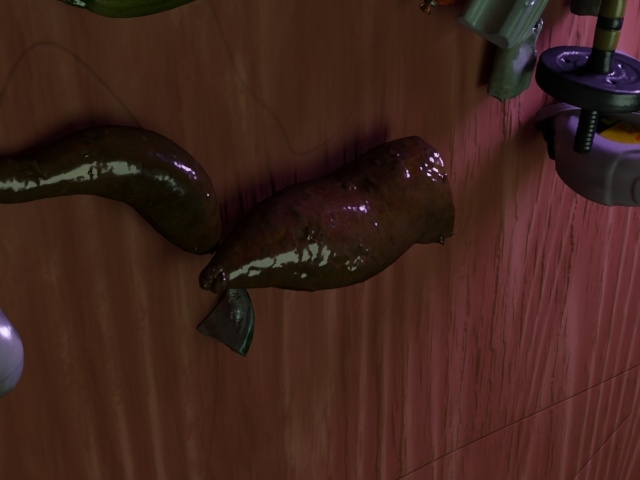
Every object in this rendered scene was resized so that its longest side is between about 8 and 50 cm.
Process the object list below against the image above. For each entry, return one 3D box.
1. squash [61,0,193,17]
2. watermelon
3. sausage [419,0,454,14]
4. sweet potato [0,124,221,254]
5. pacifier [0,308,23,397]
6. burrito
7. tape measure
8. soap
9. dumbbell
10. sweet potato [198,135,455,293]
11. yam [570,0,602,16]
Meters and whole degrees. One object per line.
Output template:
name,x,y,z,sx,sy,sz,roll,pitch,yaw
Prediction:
squash,-0.115,-0.235,1.237,0.252,0.066,0.066,-30,139,-32
watermelon,-0.101,0.084,1.560,0.061,0.085,0.085,-5,128,-14
sausage,0.200,-0.383,1.518,0.348,0.053,0.053,-57,147,1
sweet potato,-0.170,-0.047,1.318,0.108,0.079,0.346,-51,145,16
pacifier,-0.349,0.059,1.065,0.220,0.273,0.332,-32,142,-5
burrito,0.228,-0.220,1.703,0.074,0.044,0.118,-35,143,-41
tape measure,0.381,-0.127,1.819,0.197,0.236,0.120,-30,138,-24
soap,0.230,-0.306,1.558,0.198,0.066,0.119,-61,167,25
dumbbell,0.330,-0.251,1.672,0.143,0.143,0.326,-20,128,-42
sweet potato,-0.002,-0.002,1.530,0.336,0.131,0.131,-26,137,-37
yam,0.339,-0.328,1.744,0.054,0.054,0.132,-17,129,-44
